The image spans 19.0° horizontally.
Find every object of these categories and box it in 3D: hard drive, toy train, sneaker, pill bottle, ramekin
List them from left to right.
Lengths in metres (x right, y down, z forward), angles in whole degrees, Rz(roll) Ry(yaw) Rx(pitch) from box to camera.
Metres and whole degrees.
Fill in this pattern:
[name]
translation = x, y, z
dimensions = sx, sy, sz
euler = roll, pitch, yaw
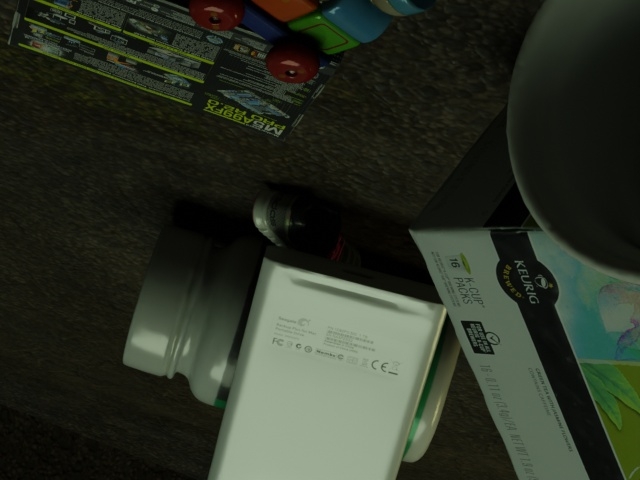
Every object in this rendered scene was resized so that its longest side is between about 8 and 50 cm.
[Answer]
[toy train]
translation = -0.036, -0.221, 1.408
dimensions = 0.143, 0.105, 0.248
euler = -14, 146, 39
[pill bottle]
translation = -0.031, 0.112, 2.202
dimensions = 0.361, 0.204, 0.204
euler = 16, 162, -1
[sneaker]
translation = 0.000, 0.000, 2.070
dimensions = 0.075, 0.063, 0.170
euler = 8, 156, 42
[hard drive]
translation = 0.005, 0.167, 2.087
dimensions = 0.203, 0.040, 0.307
euler = 15, 118, -1
[ramekin]
translation = 0.274, -0.086, 1.267
dimensions = 0.277, 0.277, 0.135
euler = 1, 163, 38

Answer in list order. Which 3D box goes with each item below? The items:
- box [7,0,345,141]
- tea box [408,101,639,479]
[box]
translation = -0.125, -0.184, 1.641
dimensions = 0.270, 0.060, 0.216
euler = 19, 162, -8
[tea box]
translation = 0.302, 0.058, 1.545
dimensions = 0.324, 0.220, 0.329
euler = -1, 126, 39
